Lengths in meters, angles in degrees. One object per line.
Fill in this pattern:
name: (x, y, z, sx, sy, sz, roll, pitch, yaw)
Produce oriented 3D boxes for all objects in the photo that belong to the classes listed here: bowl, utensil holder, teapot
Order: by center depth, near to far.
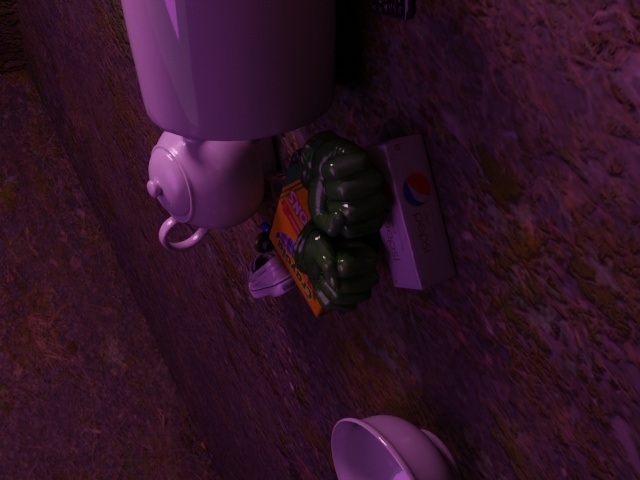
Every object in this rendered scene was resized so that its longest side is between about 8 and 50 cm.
utensil holder: (-0.135, -0.380, 1.010, 0.327, 0.327, 0.385, 42, 144, 44)
bowl: (0.153, 0.422, 1.228, 0.298, 0.134, 0.298, 41, 141, 45)
teapot: (-0.241, -0.119, 1.348, 0.252, 0.187, 0.256, -10, 103, 58)

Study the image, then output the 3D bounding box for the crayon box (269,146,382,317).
crayon box: (0.000, 0.000, 1.287, 0.202, 0.081, 0.318, 57, 151, 24)

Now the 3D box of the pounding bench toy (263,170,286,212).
pounding bench toy: (-0.083, -0.089, 1.415, 0.065, 0.052, 0.083, 26, 130, 54)

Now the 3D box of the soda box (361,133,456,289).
soda box: (0.127, -0.041, 1.028, 0.074, 0.069, 0.216, 3, 111, 62)

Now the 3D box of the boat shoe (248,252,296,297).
boat shoe: (-0.107, 0.065, 1.495, 0.084, 0.095, 0.258, 59, 158, -6)

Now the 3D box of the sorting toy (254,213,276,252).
sorting toy: (-0.092, -0.013, 1.438, 0.042, 0.102, 0.061, 34, 180, 41)

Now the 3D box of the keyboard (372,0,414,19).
keyboard: (0.083, -0.388, 0.924, 0.108, 0.023, 0.180, 37, 138, 48)

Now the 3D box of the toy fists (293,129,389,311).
toy fists: (0.026, -0.018, 1.043, 0.142, 0.096, 0.279, 38, 135, 41)

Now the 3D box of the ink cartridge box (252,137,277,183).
ink cartridge box: (-0.171, -0.227, 1.444, 0.154, 0.093, 0.212, 30, 135, 51)
